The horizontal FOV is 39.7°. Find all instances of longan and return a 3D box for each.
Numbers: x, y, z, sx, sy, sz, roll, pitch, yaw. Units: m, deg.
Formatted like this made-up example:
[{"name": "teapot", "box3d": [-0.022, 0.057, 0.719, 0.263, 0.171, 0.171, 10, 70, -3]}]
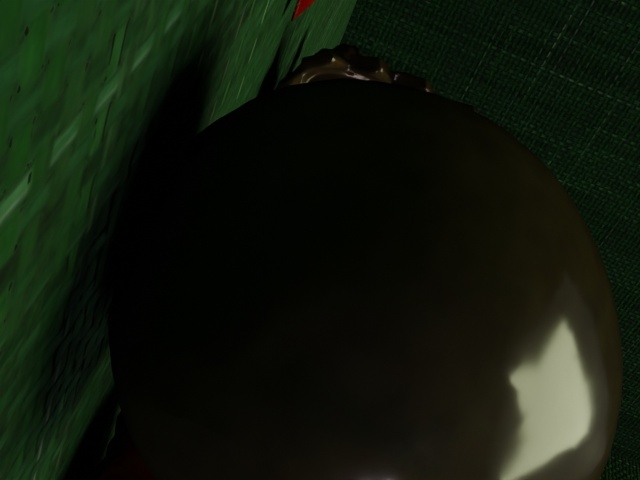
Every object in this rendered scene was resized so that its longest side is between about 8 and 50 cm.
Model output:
[{"name": "longan", "box3d": [0.022, 0.047, 0.450, 0.258, 0.258, 0.258, -158, -90, -88]}]

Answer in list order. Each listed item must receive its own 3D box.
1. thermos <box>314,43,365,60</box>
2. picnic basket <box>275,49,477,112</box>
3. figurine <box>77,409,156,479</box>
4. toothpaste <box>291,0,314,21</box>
[{"name": "thermos", "box3d": [-0.025, -0.086, 1.032, 0.136, 0.110, 0.330, 86, 26, -79]}, {"name": "picnic basket", "box3d": [0.036, -0.016, 0.816, 0.321, 0.254, 0.291, -156, -92, -77]}, {"name": "figurine", "box3d": [-0.095, 0.315, 0.637, 0.306, 0.241, 0.411, 81, 22, -74]}, {"name": "toothpaste", "box3d": [0.019, -0.255, 0.757, 0.193, 0.045, 0.071, -61, 177, -46]}]
